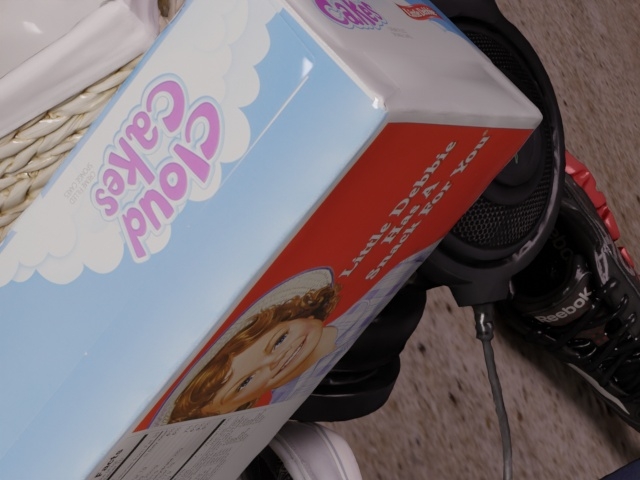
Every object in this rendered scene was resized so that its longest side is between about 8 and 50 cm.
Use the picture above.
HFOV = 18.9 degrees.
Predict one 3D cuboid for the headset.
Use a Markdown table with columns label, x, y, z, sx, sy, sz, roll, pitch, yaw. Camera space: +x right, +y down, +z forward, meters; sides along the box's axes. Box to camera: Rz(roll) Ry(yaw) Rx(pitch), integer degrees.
| label | x | y | z | sx | sy | sz | roll | pitch | yaw |
| --- | --- | --- | --- | --- | --- | --- | --- | --- | --- |
| headset | 0.000 | 0.000 | 0.902 | 0.185 | 0.243 | 0.394 | -7 | 59 | -44 |

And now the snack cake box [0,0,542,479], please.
| label | x | y | z | sx | sy | sz | roll | pitch | yaw |
| --- | --- | --- | --- | --- | --- | --- | --- | --- | --- |
| snack cake box | -0.050 | 0.019 | 0.750 | 0.089 | 0.264 | 0.152 | 47 | 21 | 19 |

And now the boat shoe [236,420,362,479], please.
| label | x | y | z | sx | sy | sz | roll | pitch | yaw |
| --- | --- | --- | --- | --- | --- | --- | --- | --- | --- |
| boat shoe | 0.003 | 0.163 | 0.929 | 0.063 | 0.066 | 0.184 | 15 | 47 | -42 |

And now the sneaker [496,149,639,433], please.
| label | x | y | z | sx | sy | sz | roll | pitch | yaw |
| --- | --- | --- | --- | --- | --- | --- | --- | --- | --- |
| sneaker | 0.199 | 0.057 | 1.376 | 0.276 | 0.098 | 0.135 | 53 | 24 | -2 |

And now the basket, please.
| label | x | y | z | sx | sy | sz | roll | pitch | yaw |
| --- | --- | --- | --- | --- | --- | --- | --- | --- | --- |
| basket | -0.118 | -0.064 | 0.860 | 0.103 | 0.167 | 0.113 | 45 | 27 | -35 |

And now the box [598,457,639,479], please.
| label | x | y | z | sx | sy | sz | roll | pitch | yaw |
| --- | --- | --- | --- | --- | --- | --- | --- | --- | --- |
| box | 0.268 | 0.247 | 1.033 | 0.183 | 0.294 | 0.296 | 21 | 41 | -52 |
